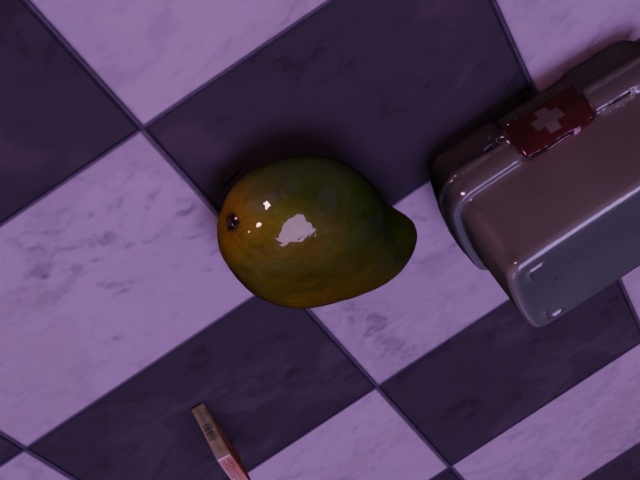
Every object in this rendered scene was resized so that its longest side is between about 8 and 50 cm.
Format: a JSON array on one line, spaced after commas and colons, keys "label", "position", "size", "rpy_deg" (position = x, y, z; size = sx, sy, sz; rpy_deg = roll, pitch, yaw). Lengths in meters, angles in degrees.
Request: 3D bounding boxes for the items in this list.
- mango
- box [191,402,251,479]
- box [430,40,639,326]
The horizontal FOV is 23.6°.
[{"label": "mango", "position": [-0.004, 0.002, 1.136], "size": [0.122, 0.085, 0.191], "rpy_deg": [-40, 145, 7]}, {"label": "box", "position": [-0.084, 0.186, 1.338], "size": [0.015, 0.058, 0.093], "rpy_deg": [-30, 147, -4]}, {"label": "box", "position": [0.204, -0.042, 1.204], "size": [0.210, 0.129, 0.148], "rpy_deg": [-33, 148, 1]}]
